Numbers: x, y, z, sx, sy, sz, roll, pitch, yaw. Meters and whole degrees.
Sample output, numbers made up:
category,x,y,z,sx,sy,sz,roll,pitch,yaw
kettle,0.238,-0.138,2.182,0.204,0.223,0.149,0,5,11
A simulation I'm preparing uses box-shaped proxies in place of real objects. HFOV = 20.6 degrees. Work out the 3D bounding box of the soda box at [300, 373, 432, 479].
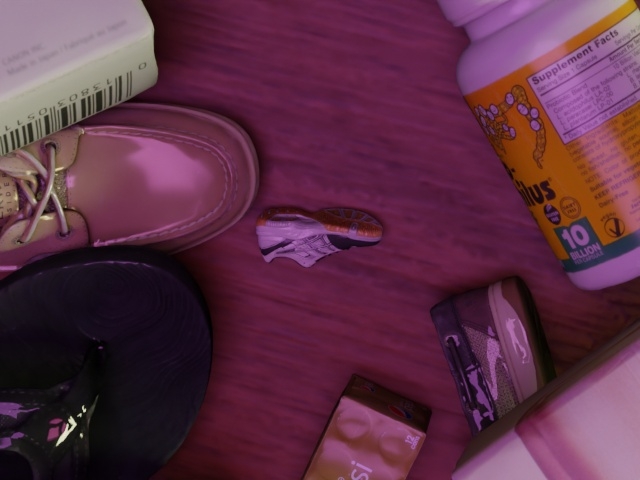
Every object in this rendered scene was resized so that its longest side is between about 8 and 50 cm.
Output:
category,x,y,z,sx,sy,sz,roll,pitch,yaw
soda box,0.008,0.184,1.161,0.061,0.058,0.181,25,102,3

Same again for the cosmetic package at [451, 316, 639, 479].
category,x,y,z,sx,sy,sz,roll,pitch,yaw
cosmetic package,0.238,0.097,0.999,0.296,0.129,0.153,-39,85,11

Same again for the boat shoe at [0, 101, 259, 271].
category,x,y,z,sx,sy,sz,roll,pitch,yaw
boat shoe,-0.191,-0.027,1.129,0.302,0.098,0.109,-3,100,8

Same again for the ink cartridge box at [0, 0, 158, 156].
category,x,y,z,sx,sy,sz,roll,pitch,yaw
ink cartridge box,-0.320,-0.202,1.071,0.308,0.091,0.385,-26,75,-13

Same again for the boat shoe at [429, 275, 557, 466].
category,x,y,z,sx,sy,sz,roll,pitch,yaw
boat shoe,0.123,0.136,1.132,0.073,0.080,0.223,-12,95,17

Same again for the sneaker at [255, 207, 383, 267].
category,x,y,z,sx,sy,sz,roll,pitch,yaw
sneaker,0.000,0.000,1.147,0.083,0.032,0.037,4,114,12

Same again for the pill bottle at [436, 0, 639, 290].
category,x,y,z,sx,sy,sz,roll,pitch,yaw
pill bottle,0.154,-0.085,1.063,0.117,0.117,0.208,-29,96,12

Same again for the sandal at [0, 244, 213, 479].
category,x,y,z,sx,sy,sz,roll,pitch,yaw
sandal,-0.245,0.170,1.149,0.446,0.107,0.167,-36,114,16
